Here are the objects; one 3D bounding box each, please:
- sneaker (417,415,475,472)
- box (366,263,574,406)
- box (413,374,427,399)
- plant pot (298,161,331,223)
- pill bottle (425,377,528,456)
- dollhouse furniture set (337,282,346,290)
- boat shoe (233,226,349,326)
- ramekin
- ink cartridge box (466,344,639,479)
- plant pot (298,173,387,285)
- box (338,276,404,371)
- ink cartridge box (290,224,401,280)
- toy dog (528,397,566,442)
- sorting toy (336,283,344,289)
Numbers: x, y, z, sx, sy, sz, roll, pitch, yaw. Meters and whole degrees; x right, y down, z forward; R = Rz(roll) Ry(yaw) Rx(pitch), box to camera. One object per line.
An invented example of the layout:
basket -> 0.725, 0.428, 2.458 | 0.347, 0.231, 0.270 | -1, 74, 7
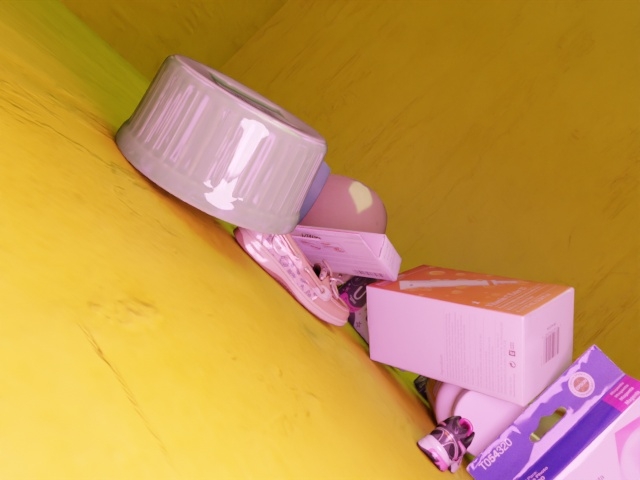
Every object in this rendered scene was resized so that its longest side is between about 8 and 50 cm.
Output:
sneaker -> 0.208, 0.310, 0.869 | 0.072, 0.077, 0.178 | 47, 1, 21
box -> 0.292, 0.170, 1.126 | 0.345, 0.168, 0.215 | 7, 16, 44
box -> 0.364, 0.376, 1.486 | 0.147, 0.180, 0.077 | 45, 3, -7
plant pot -> -0.105, -0.132, 1.300 | 0.165, 0.234, 0.166 | 44, 2, -43
pill bottle -> 0.334, 0.350, 1.208 | 0.188, 0.188, 0.334 | 46, 2, 6
dollhouse furniture set -> 0.072, 0.111, 1.649 | 0.184, 0.129, 0.129 | 46, 1, -19
boat shoe -> -0.031, 0.053, 1.020 | 0.285, 0.089, 0.104 | 44, 1, -28
ramekin -> -0.136, -0.152, 0.855 | 0.303, 0.148, 0.303 | 29, 15, -8
ink cartridge box -> 0.475, 0.404, 0.929 | 0.330, 0.324, 0.071 | 45, -1, 9
plant pot -> 0.022, 0.004, 1.414 | 0.284, 0.284, 0.191 | 45, 37, -30
box -> 0.167, 0.190, 1.468 | 0.142, 0.163, 0.247 | 40, 4, -38
ink cartridge box -> 0.000, 0.000, 1.133 | 0.275, 0.060, 0.239 | 7, -22, 27
toy dog -> 0.562, 0.551, 1.531 | 0.395, 0.285, 0.408 | 26, 6, -17
sorting toy -> 0.053, 0.145, 1.922 | 0.061, 0.042, 0.102 | 45, 1, -4
